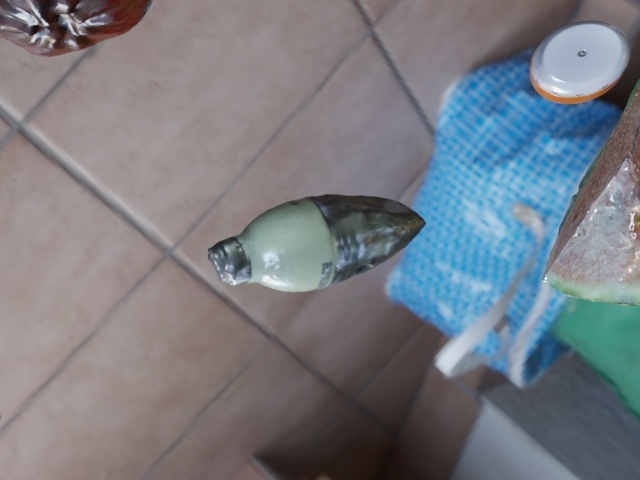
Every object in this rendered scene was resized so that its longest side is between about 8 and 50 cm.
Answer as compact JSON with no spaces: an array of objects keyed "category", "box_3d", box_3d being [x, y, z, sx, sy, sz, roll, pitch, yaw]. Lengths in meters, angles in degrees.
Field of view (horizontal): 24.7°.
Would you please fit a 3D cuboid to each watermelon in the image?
[{"category":"watermelon","box_3d":[0.274,-0.032,1.285,0.146,0.128,0.231,-36,-157,47]}]

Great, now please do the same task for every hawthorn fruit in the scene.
[{"category":"hawthorn fruit","box_3d":[-0.202,-0.234,1.085,0.157,0.194,0.157,-14,153,-7]}]

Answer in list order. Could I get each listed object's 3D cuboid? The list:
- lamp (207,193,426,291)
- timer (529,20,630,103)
[{"category":"lamp","box_3d":[0.000,0.000,1.548,0.250,0.101,0.101,-15,140,-26]},{"category":"timer","box_3d":[0.334,-0.223,1.883,0.136,0.099,0.136,-8,163,-2]}]
